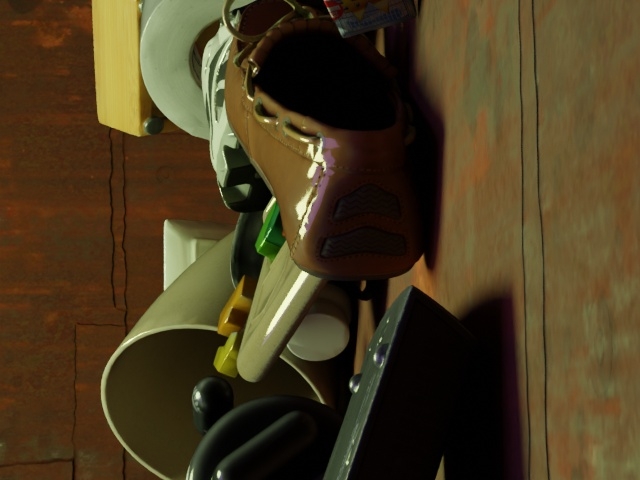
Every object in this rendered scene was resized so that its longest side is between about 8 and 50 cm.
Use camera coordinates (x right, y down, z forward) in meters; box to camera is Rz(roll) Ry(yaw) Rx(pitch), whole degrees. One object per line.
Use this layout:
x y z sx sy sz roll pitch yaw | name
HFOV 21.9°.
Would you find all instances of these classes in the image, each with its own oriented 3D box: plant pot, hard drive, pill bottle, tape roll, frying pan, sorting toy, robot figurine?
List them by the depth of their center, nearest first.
0.035 0.121 0.950 0.255 0.054 0.172 107 -178 -80 | hard drive
-0.034 0.234 1.475 0.278 0.173 0.209 102 171 -71 | robot figurine
-0.041 0.015 1.500 0.307 0.041 0.229 -58 16 36 | sorting toy
0.009 -0.027 1.608 0.326 0.053 0.197 -1 66 59 | frying pan
-0.007 0.055 1.703 0.137 0.078 0.078 -96 7 -52 | pill bottle
-0.079 -0.207 1.726 0.072 0.219 0.219 -93 5 -52 | tape roll
-0.078 0.106 1.851 0.274 0.256 0.257 -68 -14 -50 | plant pot

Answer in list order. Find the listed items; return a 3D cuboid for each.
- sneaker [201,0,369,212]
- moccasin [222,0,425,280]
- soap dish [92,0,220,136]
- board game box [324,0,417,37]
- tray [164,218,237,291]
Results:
-0.053 -0.180 1.545 0.146 0.122 0.330 66 149 29 | sneaker
-0.005 -0.112 1.239 0.380 0.139 0.147 -99 10 -63 | moccasin
-0.109 -0.240 1.862 0.118 0.290 0.229 -124 29 -46 | soap dish
0.010 -0.243 1.130 0.194 0.060 0.194 -12 -93 -79 | board game box
-0.083 0.053 2.030 0.030 0.270 0.145 -5 82 43 | tray
